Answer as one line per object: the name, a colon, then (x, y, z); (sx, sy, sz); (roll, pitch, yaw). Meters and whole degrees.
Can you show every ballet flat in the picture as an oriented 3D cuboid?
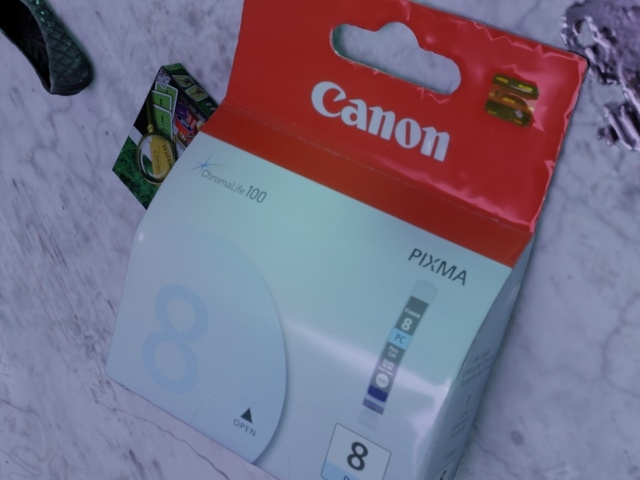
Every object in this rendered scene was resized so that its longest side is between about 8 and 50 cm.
ballet flat: (-0.293, -0.209, 1.039); (0.173, 0.049, 0.057); (44, 126, 20)

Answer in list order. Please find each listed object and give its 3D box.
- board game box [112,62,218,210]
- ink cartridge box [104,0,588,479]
board game box: (-0.084, -0.026, 0.943); (0.259, 0.030, 0.136); (47, 130, 18)
ink cartridge box: (0.000, 0.000, 0.812); (0.308, 0.091, 0.385); (25, 113, 27)
